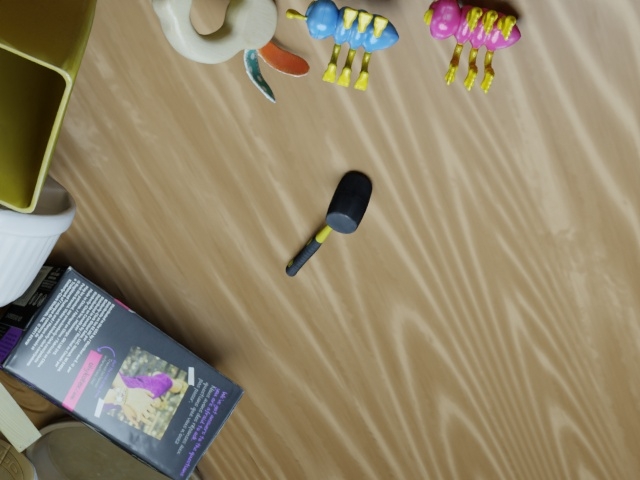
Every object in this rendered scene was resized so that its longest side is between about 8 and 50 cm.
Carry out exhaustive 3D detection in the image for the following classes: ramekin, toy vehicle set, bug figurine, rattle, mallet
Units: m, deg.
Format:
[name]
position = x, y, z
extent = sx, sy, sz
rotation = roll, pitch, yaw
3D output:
[ramekin]
position = -0.409, -0.029, 1.500
extent = 0.273, 0.273, 0.127
rotation = 23, 101, -4
[toy vehicle set]
position = -0.463, 0.147, 1.781
extent = 0.267, 0.035, 0.166
rotation = 33, 157, 47
[bug figurine]
position = 0.100, -0.248, 1.243
extent = 0.216, 0.072, 0.279
rotation = 17, 134, -7
[rattle]
position = -0.114, -0.222, 1.354
extent = 0.143, 0.130, 0.200
rotation = 5, 164, 31
[mallet]
position = 0.000, 0.000, 1.548
extent = 0.039, 0.062, 0.189
rotation = 29, 138, -9

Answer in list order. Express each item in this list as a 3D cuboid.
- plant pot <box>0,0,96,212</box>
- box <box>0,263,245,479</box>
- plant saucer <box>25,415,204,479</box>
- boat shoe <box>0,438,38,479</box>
[plant pot]
position = -0.329, -0.192, 1.373
extent = 0.212, 0.187, 0.212
rotation = 23, 138, -6
[box]
position = -0.256, 0.160, 1.711
extent = 0.270, 0.143, 0.165
rotation = 38, 167, -20
[plant saucer]
position = -0.291, 0.337, 2.030
extent = 0.278, 0.041, 0.277
rotation = 10, 138, 9
[boat shoe]
position = -0.515, 0.345, 2.083
extent = 0.277, 0.098, 0.096
rotation = 9, 152, 32
